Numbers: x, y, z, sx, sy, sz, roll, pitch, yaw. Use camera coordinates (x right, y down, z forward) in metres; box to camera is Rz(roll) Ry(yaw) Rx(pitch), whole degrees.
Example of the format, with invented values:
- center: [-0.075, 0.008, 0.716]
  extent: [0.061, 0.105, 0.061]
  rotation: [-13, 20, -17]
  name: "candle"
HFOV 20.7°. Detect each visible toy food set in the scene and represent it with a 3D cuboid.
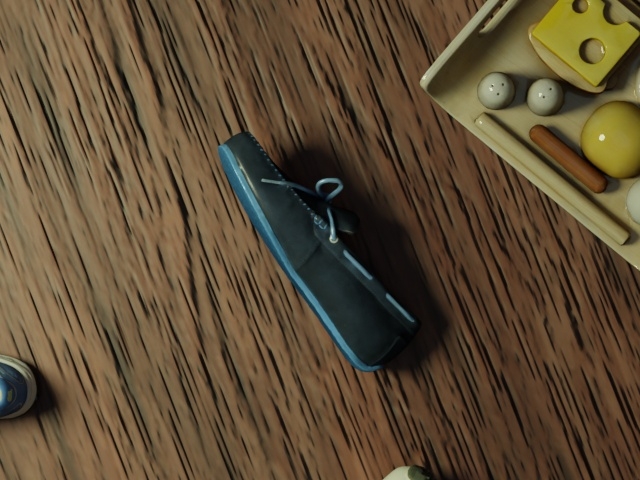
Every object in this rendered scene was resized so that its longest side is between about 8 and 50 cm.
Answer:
- center: [0.278, -0.132, 1.628]
  extent: [0.306, 0.092, 0.220]
  rotation: [40, 92, 3]
  name: "toy food set"

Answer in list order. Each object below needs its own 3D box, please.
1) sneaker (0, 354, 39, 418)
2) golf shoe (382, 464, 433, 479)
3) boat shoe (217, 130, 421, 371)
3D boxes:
- center: [-0.380, 0.134, 1.669]
  extent: [0.211, 0.081, 0.080]
  rotation: [0, 90, 5]
  name: "sneaker"
- center: [-0.007, 0.301, 1.633]
  extent: [0.120, 0.105, 0.273]
  rotation: [41, 91, 11]
  name: "golf shoe"
- center: [0.000, 0.000, 1.651]
  extent: [0.089, 0.109, 0.258]
  rotation: [-35, 103, -5]
  name: "boat shoe"
